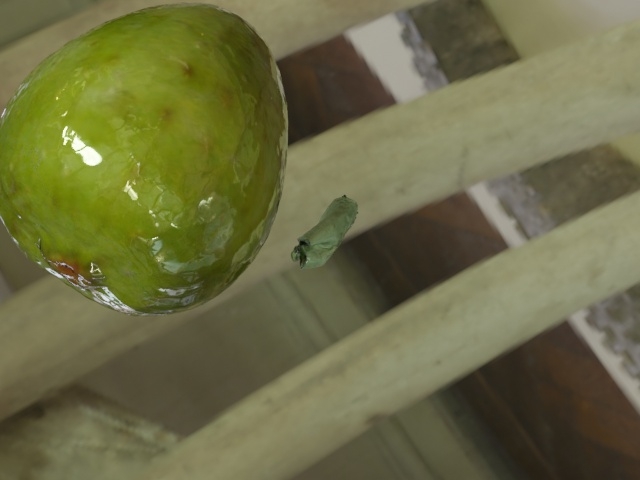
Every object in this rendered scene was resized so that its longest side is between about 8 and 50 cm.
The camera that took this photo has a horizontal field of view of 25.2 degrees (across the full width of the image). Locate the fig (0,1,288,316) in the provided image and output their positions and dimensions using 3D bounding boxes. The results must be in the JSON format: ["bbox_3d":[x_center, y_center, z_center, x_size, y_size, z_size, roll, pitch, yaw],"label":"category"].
[{"bbox_3d":[-0.142,-0.087,1.286,0.258,0.326,0.258,17,135,17],"label":"fig"}]

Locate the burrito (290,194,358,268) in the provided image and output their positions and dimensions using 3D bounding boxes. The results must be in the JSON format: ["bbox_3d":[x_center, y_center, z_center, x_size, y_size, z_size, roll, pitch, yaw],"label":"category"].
[{"bbox_3d":[0.002,-0.002,1.650,0.044,0.118,0.074,37,128,0],"label":"burrito"}]
